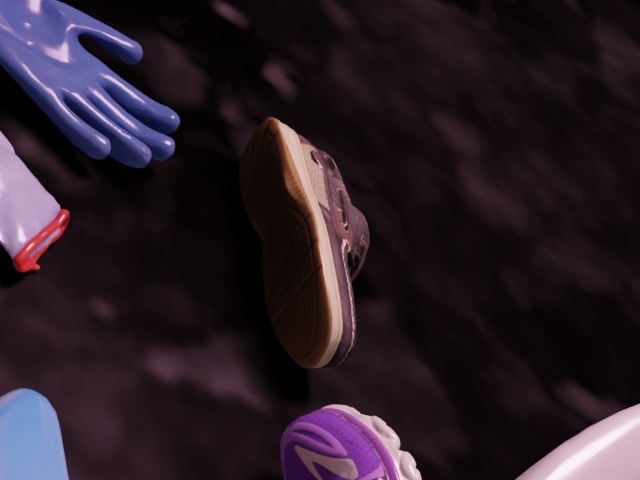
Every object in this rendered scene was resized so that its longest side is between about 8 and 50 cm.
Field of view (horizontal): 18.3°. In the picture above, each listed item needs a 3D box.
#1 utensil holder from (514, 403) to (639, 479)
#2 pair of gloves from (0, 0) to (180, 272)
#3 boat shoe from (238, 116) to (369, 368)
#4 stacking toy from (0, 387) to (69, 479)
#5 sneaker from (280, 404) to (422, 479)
[{"bbox_3d":[0.042,0.268,0.397,0.327,0.385,0.327,26,37,-21],"label":"utensil holder"},{"bbox_3d":[-0.153,-0.070,0.917,0.159,0.023,0.198,42,35,0],"label":"pair of gloves"},{"bbox_3d":[0.000,0.000,0.952,0.049,0.056,0.152,13,42,-27],"label":"boat shoe"},{"bbox_3d":[-0.034,0.201,0.633,0.302,0.166,0.175,35,16,-29],"label":"stacking toy"},{"bbox_3d":[0.004,0.135,0.797,0.071,0.068,0.170,13,43,-25],"label":"sneaker"}]
